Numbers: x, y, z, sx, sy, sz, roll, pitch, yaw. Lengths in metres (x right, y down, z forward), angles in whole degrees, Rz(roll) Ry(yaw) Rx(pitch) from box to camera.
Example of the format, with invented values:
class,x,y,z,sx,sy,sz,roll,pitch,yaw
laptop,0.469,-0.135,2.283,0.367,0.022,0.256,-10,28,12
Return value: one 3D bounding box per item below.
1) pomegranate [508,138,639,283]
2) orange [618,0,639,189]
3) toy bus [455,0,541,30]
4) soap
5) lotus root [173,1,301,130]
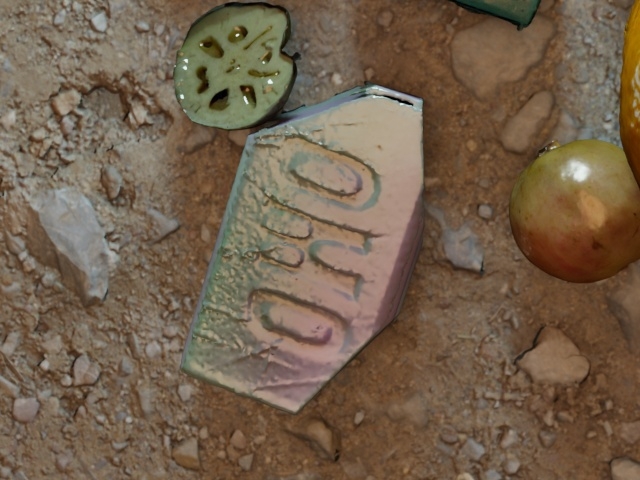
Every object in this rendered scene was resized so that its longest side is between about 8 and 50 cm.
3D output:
class,x,y,z,sx,sy,sz,roll,pitch,yaw
pomegranate,0.331,-0.039,1.327,0.191,0.191,0.191,1,97,11
orange,0.498,-0.162,1.159,0.326,0.424,0.424,3,98,31
toy bus,0.172,-0.362,1.326,0.256,0.147,0.128,19,103,-1
soap,0.000,0.000,1.410,0.261,0.156,0.446,20,100,8
lotus root,-0.101,-0.228,1.421,0.204,0.078,0.183,18,85,34
